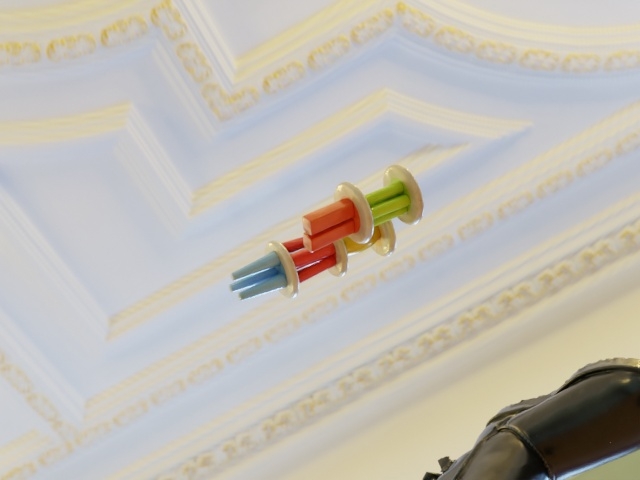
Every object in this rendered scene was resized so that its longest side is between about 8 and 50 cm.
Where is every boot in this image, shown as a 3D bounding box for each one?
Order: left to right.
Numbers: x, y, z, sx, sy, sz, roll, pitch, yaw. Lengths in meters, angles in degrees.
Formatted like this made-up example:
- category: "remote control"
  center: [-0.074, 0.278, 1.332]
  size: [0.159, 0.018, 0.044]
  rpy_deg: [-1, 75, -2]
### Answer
- category: "boot"
  center: [0.094, 0.104, 0.461]
  size: [0.121, 0.099, 0.045]
  rpy_deg: [-33, -89, 48]

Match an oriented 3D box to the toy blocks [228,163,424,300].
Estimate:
- category: "toy blocks"
  center: [0.000, 0.000, 0.837]
  size: [0.148, 0.054, 0.123]
  rpy_deg: [-23, -16, -24]
